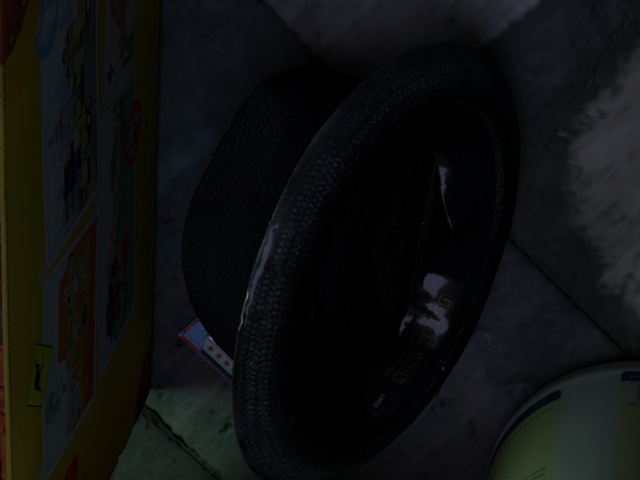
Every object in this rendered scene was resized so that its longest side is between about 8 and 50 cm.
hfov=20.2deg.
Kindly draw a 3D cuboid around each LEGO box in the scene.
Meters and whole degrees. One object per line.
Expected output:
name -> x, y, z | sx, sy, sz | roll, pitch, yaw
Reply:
LEGO box -> -0.244, -0.020, 1.201 | 0.193, 0.372, 0.500 | 8, 117, 7

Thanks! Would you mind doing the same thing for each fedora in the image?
fedora -> 0.000, 0.000, 1.262 | 0.152, 0.334, 0.334 | 28, 124, 31

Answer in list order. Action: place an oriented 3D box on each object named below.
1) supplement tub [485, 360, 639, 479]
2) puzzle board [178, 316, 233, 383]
supplement tub -> 0.222, 0.260, 1.282 | 0.235, 0.325, 0.235 | 5, 118, 9
puzzle board -> -0.037, 0.091, 1.424 | 0.128, 0.011, 0.096 | 44, 116, -12
